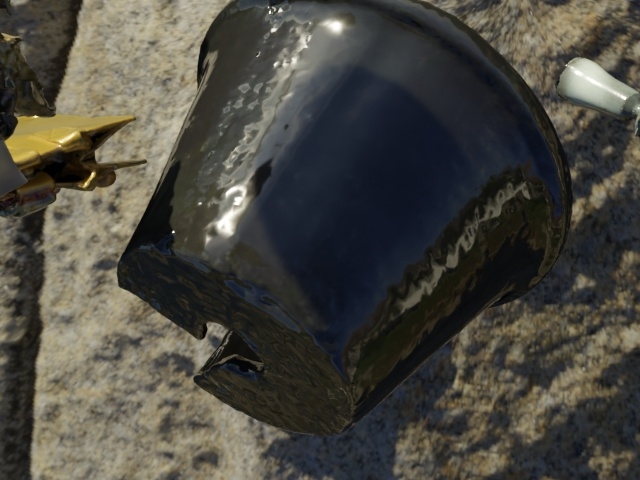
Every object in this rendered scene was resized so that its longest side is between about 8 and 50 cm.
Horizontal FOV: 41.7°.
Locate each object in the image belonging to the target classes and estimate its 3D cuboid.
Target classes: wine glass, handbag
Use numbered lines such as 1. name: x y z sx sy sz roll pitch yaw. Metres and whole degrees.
1. wine glass: 0.408 -0.199 1.176 0.155 0.072 0.072 44 120 45
2. handbag: -0.475 -0.082 1.177 0.283 0.401 0.133 2 111 44

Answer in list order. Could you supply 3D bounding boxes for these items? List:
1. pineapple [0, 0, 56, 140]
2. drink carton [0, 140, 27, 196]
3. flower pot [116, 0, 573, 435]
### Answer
1. pineapple: -0.291 -0.096 0.537 0.286 0.209 0.344 21 120 -38
2. drink carton: -0.424 -0.145 0.907 0.222 0.102 0.134 48 158 23
3. flower pot: 0.000 0.000 0.706 0.379 0.251 0.379 24 144 19
